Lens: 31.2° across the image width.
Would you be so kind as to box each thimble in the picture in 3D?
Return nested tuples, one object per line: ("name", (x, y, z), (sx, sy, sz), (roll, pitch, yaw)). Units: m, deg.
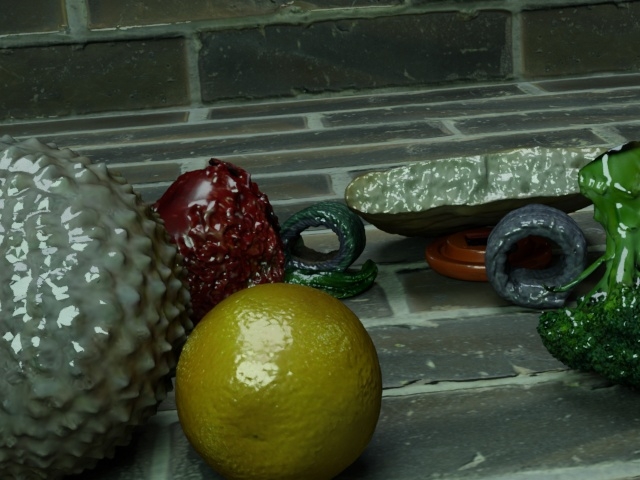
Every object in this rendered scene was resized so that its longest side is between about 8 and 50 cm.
("thimble", (0.002, 0.001, 1.872), (0.135, 0.118, 0.090), (-15, 7, 20))
("thimble", (0.314, 0.024, 1.674), (0.150, 0.150, 0.098), (-1, 16, 9))

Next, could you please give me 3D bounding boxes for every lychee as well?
("lychee", (-0.315, 0.074, 1.253), (0.381, 0.380, 0.432), (2, 0, 21))

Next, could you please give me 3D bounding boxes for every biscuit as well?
("biscuit", (0.275, -0.082, 1.874), (0.430, 0.103, 0.446), (-9, -6, 8))

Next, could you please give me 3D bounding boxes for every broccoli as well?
("broccoli", (0.391, 0.042, 1.379), (0.298, 0.297, 0.297), (-21, -13, -5))

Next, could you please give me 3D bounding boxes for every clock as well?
("clock", (0.273, 0.018, 1.867), (0.205, 0.051, 0.205), (-5, 16, 1))

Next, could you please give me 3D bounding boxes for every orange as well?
("orange", (-0.042, 0.152, 1.198), (0.236, 0.236, 0.236), (-4, 16, 1))

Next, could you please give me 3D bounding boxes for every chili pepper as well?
("chili pepper", (0.007, 0.063, 1.780), (0.182, 0.050, 0.073), (-5, 10, -11))

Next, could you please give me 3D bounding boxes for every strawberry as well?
("strawberry", (-0.161, 0.021, 1.690), (0.220, 0.274, 0.274), (30, 20, 1))

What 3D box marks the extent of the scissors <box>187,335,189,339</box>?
("scissors", (-0.103, 0.128, 1.615), (0.125, 0.030, 0.256), (6, 20, 40))
